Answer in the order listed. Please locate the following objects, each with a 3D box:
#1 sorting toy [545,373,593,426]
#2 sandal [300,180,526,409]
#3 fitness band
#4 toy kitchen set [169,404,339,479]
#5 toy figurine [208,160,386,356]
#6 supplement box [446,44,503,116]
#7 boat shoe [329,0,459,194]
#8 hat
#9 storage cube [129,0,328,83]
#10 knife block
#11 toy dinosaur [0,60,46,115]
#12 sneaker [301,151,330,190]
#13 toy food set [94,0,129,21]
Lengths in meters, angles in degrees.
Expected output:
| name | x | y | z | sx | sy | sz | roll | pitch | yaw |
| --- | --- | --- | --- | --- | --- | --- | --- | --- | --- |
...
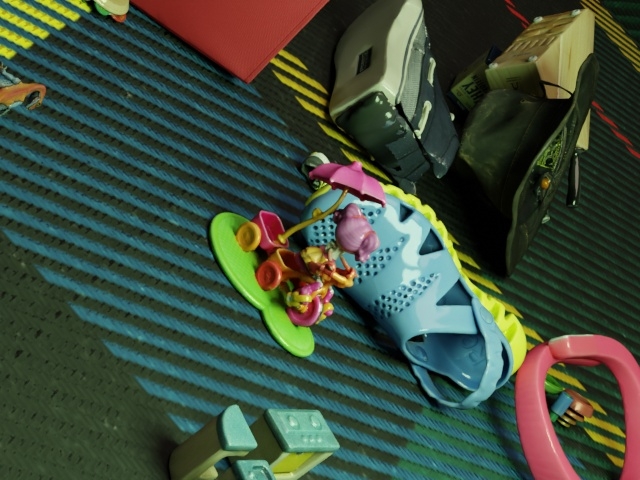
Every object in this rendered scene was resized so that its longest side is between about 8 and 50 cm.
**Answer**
| name | x | y | z | sx | sy | sz | roll | pitch | yaw |
| --- | --- | --- | --- | --- | --- | --- | --- | --- | --- |
| sorting toy | 0.279 | 0.193 | 2.118 | 0.102 | 0.042 | 0.061 | 33 | 11 | -12 |
| sandal | 0.102 | 0.063 | 1.879 | 0.317 | 0.126 | 0.138 | 42 | 28 | -16 |
| fitness band | 0.310 | 0.214 | 2.039 | 0.291 | 0.054 | 0.209 | 8 | 71 | -56 |
| toy kitchen set | -0.002 | 0.223 | 1.440 | 0.166 | 0.122 | 0.207 | 11 | 46 | -57 |
| toy figurine | 0.000 | 0.000 | 1.728 | 0.130 | 0.159 | 0.173 | 14 | 43 | -55 |
| supplement box | 0.239 | -0.232 | 2.606 | 0.056 | 0.083 | 0.083 | 48 | 23 | -8 |
| boat shoe | 0.105 | -0.192 | 2.281 | 0.158 | 0.127 | 0.340 | 49 | 30 | -21 |
| hat | 0.250 | -0.119 | 2.297 | 0.134 | 0.331 | 0.331 | 24 | 20 | 11 |
| storage cube | -0.096 | -0.333 | 1.986 | 0.193 | 0.215 | 0.183 | 33 | 29 | -23 |
| knife block | 0.336 | -0.173 | 2.553 | 0.275 | 0.088 | 0.242 | -46 | 122 | -46 |
| toy dinosaur | -0.268 | -0.122 | 1.538 | 0.082 | 0.047 | 0.090 | -7 | 25 | -34 |
| sneaker | 0.007 | -0.061 | 2.003 | 0.083 | 0.031 | 0.035 | 50 | 36 | 9 |
| toy food set | -0.234 | -0.267 | 1.871 | 0.082 | 0.020 | 0.083 | 41 | 25 | -23 |
